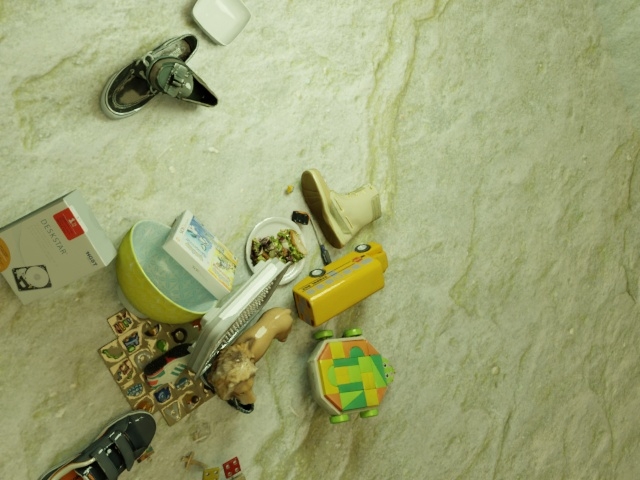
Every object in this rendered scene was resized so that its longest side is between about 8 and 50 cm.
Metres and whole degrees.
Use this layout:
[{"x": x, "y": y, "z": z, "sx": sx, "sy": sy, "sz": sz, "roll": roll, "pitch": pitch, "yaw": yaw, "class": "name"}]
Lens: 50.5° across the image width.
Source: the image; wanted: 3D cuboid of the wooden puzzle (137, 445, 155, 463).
[{"x": -0.466, "y": 0.548, "z": 1.776, "sx": 0.049, "sy": 0.006, "sz": 0.083, "roll": -31, "pitch": 105, "yaw": -27, "class": "wooden puzzle"}]

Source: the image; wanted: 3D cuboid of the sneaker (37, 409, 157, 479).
[{"x": -0.530, "y": 0.545, "z": 1.665, "sx": 0.321, "sy": 0.127, "sz": 0.126, "roll": -36, "pitch": 107, "yaw": -25, "class": "sneaker"}]

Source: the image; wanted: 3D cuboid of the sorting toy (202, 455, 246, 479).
[{"x": -0.262, "y": 0.710, "z": 1.865, "sx": 0.132, "sy": 0.046, "sz": 0.274, "roll": -25, "pitch": 117, "yaw": -29, "class": "sorting toy"}]

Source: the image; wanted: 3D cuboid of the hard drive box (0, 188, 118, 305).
[{"x": -0.622, "y": 0.016, "z": 1.563, "sx": 0.232, "sy": 0.089, "sz": 0.181, "roll": -26, "pitch": 106, "yaw": 10, "class": "hard drive box"}]

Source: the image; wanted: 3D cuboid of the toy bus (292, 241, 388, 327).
[{"x": 0.073, "y": 0.124, "z": 2.015, "sx": 0.333, "sy": 0.130, "sz": 0.108, "roll": -27, "pitch": 120, "yaw": -28, "class": "toy bus"}]

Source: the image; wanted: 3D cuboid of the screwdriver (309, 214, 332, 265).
[{"x": 0.000, "y": 0.000, "z": 2.044, "sx": 0.024, "sy": 0.025, "sz": 0.170, "roll": -27, "pitch": 107, "yaw": -28, "class": "screwdriver"}]

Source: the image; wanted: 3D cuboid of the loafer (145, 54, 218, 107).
[{"x": -0.338, "y": -0.395, "z": 1.716, "sx": 0.084, "sy": 0.267, "sz": 0.096, "roll": 31, "pitch": 98, "yaw": 14, "class": "loafer"}]

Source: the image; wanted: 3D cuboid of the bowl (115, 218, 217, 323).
[{"x": -0.413, "y": 0.105, "z": 1.697, "sx": 0.156, "sy": 0.289, "sz": 0.289, "roll": -37, "pitch": 114, "yaw": 17, "class": "bowl"}]

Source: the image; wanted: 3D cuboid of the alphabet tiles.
[{"x": -0.410, "y": 0.309, "z": 1.808, "sx": 0.285, "sy": 0.011, "sz": 0.342, "roll": -33, "pitch": 106, "yaw": -27, "class": "alphabet tiles"}]

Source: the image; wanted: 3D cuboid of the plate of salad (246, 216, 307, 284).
[{"x": -0.120, "y": 0.031, "z": 1.960, "sx": 0.200, "sy": 0.048, "sz": 0.200, "roll": -1, "pitch": 91, "yaw": -31, "class": "plate of salad"}]

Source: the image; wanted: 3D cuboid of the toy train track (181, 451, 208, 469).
[{"x": -0.343, "y": 0.604, "z": 1.848, "sx": 0.083, "sy": 0.014, "sz": 0.048, "roll": 32, "pitch": 67, "yaw": -33, "class": "toy train track"}]

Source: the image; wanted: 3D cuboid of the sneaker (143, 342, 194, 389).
[{"x": -0.387, "y": 0.334, "z": 1.792, "sx": 0.161, "sy": 0.057, "sz": 0.075, "roll": -29, "pitch": 128, "yaw": -33, "class": "sneaker"}]

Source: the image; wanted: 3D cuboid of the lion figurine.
[{"x": -0.169, "y": 0.273, "z": 1.779, "sx": 0.142, "sy": 0.240, "sz": 0.392, "roll": 32, "pitch": 50, "yaw": 0, "class": "lion figurine"}]

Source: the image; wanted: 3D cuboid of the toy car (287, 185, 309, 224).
[{"x": -0.058, "y": -0.106, "z": 1.995, "sx": 0.040, "sy": 0.060, "sz": 0.122, "roll": -30, "pitch": 115, "yaw": -60, "class": "toy car"}]

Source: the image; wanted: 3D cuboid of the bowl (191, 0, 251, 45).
[{"x": -0.278, "y": -0.615, "z": 1.860, "sx": 0.142, "sy": 0.053, "sz": 0.142, "roll": 43, "pitch": 69, "yaw": -25, "class": "bowl"}]

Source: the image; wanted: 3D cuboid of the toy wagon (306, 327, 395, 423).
[{"x": 0.111, "y": 0.397, "z": 2.038, "sx": 0.344, "sy": 0.068, "sz": 0.267, "roll": 2, "pitch": 70, "yaw": -39, "class": "toy wagon"}]

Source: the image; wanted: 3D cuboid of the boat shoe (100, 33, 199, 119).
[{"x": -0.429, "y": -0.425, "z": 1.738, "sx": 0.306, "sy": 0.105, "sz": 0.113, "roll": -42, "pitch": 110, "yaw": -24, "class": "boat shoe"}]

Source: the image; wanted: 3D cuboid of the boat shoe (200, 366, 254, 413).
[{"x": -0.251, "y": 0.399, "z": 1.848, "sx": 0.183, "sy": 0.083, "sz": 0.065, "roll": 49, "pitch": 67, "yaw": -22, "class": "boat shoe"}]

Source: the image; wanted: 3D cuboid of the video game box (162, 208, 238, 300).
[{"x": -0.307, "y": 0.034, "z": 1.771, "sx": 0.048, "sy": 0.187, "sz": 0.205, "roll": -37, "pitch": 111, "yaw": 19, "class": "video game box"}]

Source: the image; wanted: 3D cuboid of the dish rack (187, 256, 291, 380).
[{"x": -0.223, "y": 0.190, "z": 1.761, "sx": 0.072, "sy": 0.285, "sz": 0.333, "roll": 39, "pitch": 51, "yaw": 6, "class": "dish rack"}]

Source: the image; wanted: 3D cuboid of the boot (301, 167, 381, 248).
[{"x": 0.069, "y": -0.133, "z": 2.045, "sx": 0.203, "sy": 0.095, "sz": 0.262, "roll": -36, "pitch": 109, "yaw": -26, "class": "boot"}]
